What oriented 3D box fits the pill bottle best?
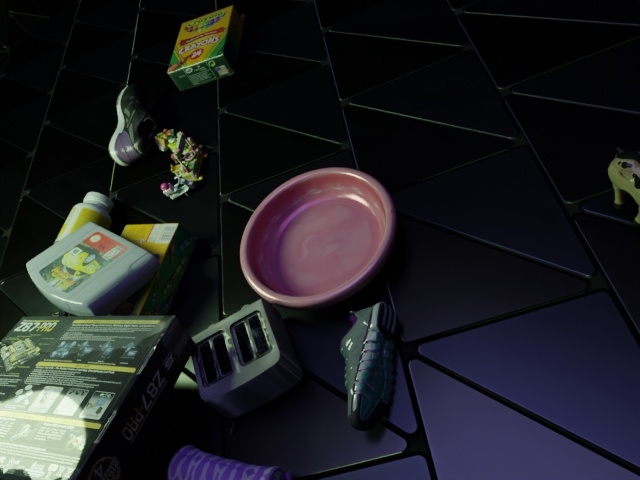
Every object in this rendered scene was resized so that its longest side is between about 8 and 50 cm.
[{"bbox_3d":[-0.609,-0.032,1.375,0.103,0.103,0.184,-2,56,24],"label":"pill bottle"}]

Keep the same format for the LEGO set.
[{"bbox_3d":[-0.392,-0.248,1.426,0.132,0.107,0.287,-29,49,3],"label":"LEGO set"}]

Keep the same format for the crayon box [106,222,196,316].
[{"bbox_3d":[-0.415,0.094,1.206,0.165,0.081,0.278,-1,57,25],"label":"crayon box"}]

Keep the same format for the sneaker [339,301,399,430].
[{"bbox_3d":[0.071,0.216,0.910,0.098,0.083,0.223,-16,43,41],"label":"sneaker"}]

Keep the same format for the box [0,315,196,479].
[{"bbox_3d":[-0.455,0.271,0.901,0.395,0.097,0.318,-4,41,24],"label":"box"}]

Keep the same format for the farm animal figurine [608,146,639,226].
[{"bbox_3d":[0.602,-0.037,0.763,0.330,0.172,0.326,2,58,26],"label":"farm animal figurine"}]

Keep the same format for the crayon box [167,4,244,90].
[{"bbox_3d":[-0.365,-0.643,1.716,0.202,0.081,0.318,-12,52,18],"label":"crayon box"}]

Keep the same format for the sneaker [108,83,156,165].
[{"bbox_3d":[-0.530,-0.354,1.568,0.124,0.107,0.283,-16,60,24],"label":"sneaker"}]

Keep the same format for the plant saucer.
[{"bbox_3d":[0.000,0.000,1.079,0.332,0.084,0.332,-13,53,17],"label":"plant saucer"}]

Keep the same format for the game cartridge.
[{"bbox_3d":[-0.508,0.062,1.152,0.294,0.060,0.196,20,54,36],"label":"game cartridge"}]

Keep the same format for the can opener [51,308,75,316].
[{"bbox_3d":[-0.566,0.173,1.191,0.059,0.186,0.073,-18,78,-39],"label":"can opener"}]

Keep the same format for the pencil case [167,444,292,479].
[{"bbox_3d":[-0.151,0.393,0.868,0.206,0.086,0.088,3,22,24],"label":"pencil case"}]

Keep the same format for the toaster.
[{"bbox_3d":[-0.137,0.220,0.966,0.168,0.110,0.185,-30,50,4],"label":"toaster"}]
